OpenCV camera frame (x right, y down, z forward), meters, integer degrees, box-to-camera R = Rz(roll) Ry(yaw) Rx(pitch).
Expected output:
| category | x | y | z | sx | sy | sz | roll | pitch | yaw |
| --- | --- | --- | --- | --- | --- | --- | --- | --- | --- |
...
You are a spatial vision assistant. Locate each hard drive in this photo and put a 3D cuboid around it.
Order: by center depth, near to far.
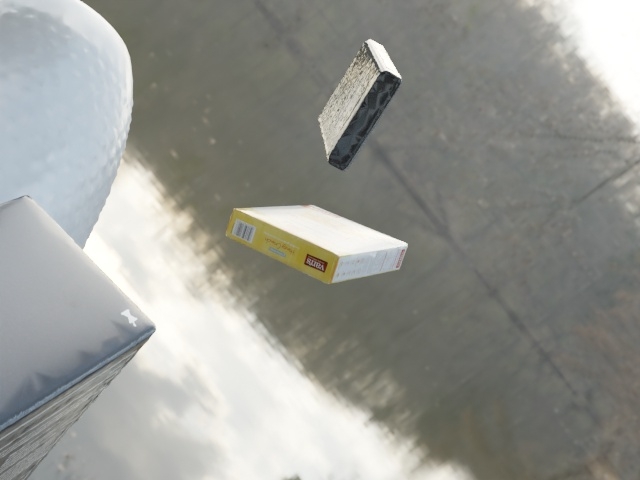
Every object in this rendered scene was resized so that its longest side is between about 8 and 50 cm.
| category | x | y | z | sx | sy | sz | roll | pitch | yaw |
| --- | --- | --- | --- | --- | --- | --- | --- | --- | --- |
| hard drive | 0.032 | -0.124 | 1.007 | 0.022 | 0.094 | 0.135 | 28 | 17 | -14 |

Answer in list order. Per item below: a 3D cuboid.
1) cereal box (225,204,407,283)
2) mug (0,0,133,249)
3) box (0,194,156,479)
| category | x | y | z | sx | sy | sz | roll | pitch | yaw |
| --- | --- | --- | --- | --- | --- | --- | --- | --- | --- |
| cereal box | 0.000 | 0.000 | 1.583 | 0.173 | 0.047 | 0.240 | 23 | 14 | 23 |
| mug | -0.357 | -0.085 | 1.250 | 0.276 | 0.328 | 0.374 | 23 | -22 | 4 |
| box | -0.339 | 0.145 | 0.915 | 0.183 | 0.294 | 0.296 | 46 | 26 | 5 |
